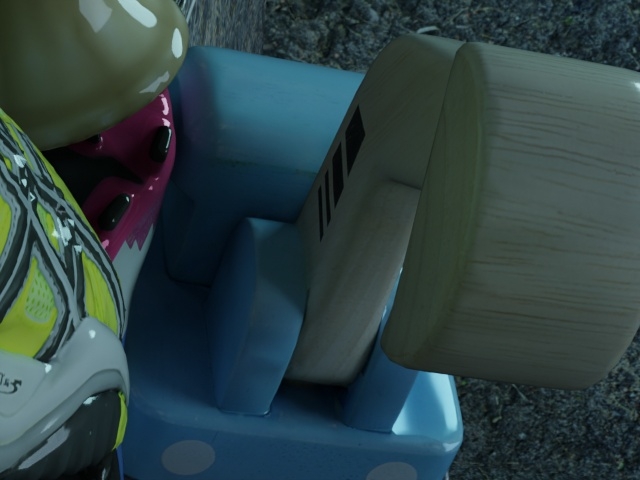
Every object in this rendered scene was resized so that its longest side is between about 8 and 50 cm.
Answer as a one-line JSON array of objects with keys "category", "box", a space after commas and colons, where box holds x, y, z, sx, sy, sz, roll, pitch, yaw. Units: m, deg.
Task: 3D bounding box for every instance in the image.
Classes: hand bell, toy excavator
[{"category": "hand bell", "box": [-0.135, -0.165, 0.727, 0.126, 0.126, 0.242, -83, 165, -49]}, {"category": "toy excavator", "box": [0.000, 0.000, 0.950, 0.433, 0.222, 0.445, -100, -157, -48]}]

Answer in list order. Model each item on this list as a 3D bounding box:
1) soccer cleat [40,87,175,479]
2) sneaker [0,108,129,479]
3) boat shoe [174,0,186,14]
[{"category": "soccer cleat", "box": [-0.146, 0.037, 0.898, 0.143, 0.116, 0.331, 131, -31, -50]}, {"category": "sneaker", "box": [-0.122, -0.013, 0.497, 0.384, 0.145, 0.147, -84, 180, -85]}, {"category": "boat shoe", "box": [-0.124, -0.151, 1.255, 0.219, 0.070, 0.077, 91, 4, -71]}]
